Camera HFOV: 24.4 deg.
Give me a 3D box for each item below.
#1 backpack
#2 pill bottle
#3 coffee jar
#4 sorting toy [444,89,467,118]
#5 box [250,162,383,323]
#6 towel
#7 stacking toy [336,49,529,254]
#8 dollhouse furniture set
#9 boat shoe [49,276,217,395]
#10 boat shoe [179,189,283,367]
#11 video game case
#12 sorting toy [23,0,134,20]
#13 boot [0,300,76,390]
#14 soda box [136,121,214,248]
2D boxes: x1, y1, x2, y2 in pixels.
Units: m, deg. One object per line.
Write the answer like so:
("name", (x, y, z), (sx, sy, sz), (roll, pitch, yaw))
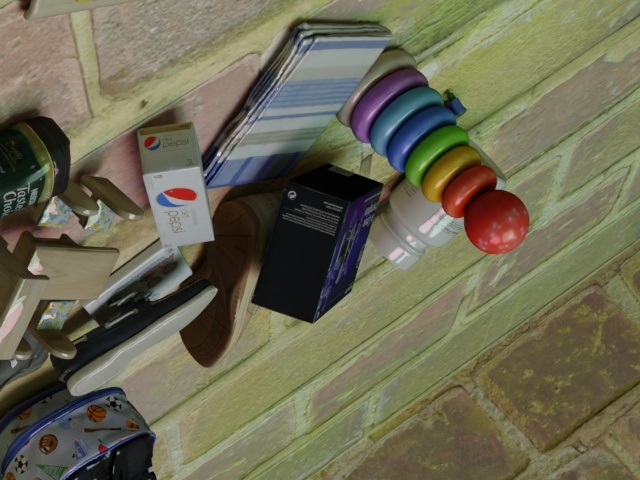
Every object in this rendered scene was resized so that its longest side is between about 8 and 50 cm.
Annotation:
("backpack", (-0.370, 0.330, 2.226), (0.276, 0.213, 0.263), (-33, 167, -35))
("pill bottle", (0.191, -0.063, 2.493), (0.229, 0.131, 0.131), (-45, 159, 16))
("coffee jar", (-0.360, -0.065, 1.610), (0.184, 0.079, 0.096), (-28, 157, -30))
("sorting toy", (0.196, -0.208, 2.346), (0.061, 0.042, 0.102), (-33, 177, 29))
("box", (0.000, 0.000, 2.143), (0.261, 0.103, 0.184), (-33, 143, -74))
("towel", (-0.037, -0.183, 1.991), (0.209, 0.034, 0.285), (-12, 146, -52))
("stacking toy", (0.169, -0.110, 2.070), (0.141, 0.330, 0.141), (-34, 159, -15))
("dollhouse furniture set", (-0.323, 0.048, 1.726), (0.242, 0.161, 0.212), (4, 119, -53))
("boat shoe", (-0.266, 0.121, 2.103), (0.254, 0.079, 0.095), (-36, 162, -3))
("boat shoe", (-0.121, 0.063, 2.225), (0.110, 0.121, 0.341), (-24, 152, -40))
("video game case", (-0.263, 0.066, 2.133), (0.157, 0.019, 0.143), (-38, 160, -7))
("sorting toy", (-0.188, -0.303, 1.473), (0.193, 0.038, 0.208), (-20, 152, -43))
("boot", (-0.391, 0.112, 1.930), (0.189, 0.076, 0.208), (-36, 170, -49))
("soda box", (-0.183, -0.068, 1.891), (0.074, 0.069, 0.216), (-9, 156, -3))
